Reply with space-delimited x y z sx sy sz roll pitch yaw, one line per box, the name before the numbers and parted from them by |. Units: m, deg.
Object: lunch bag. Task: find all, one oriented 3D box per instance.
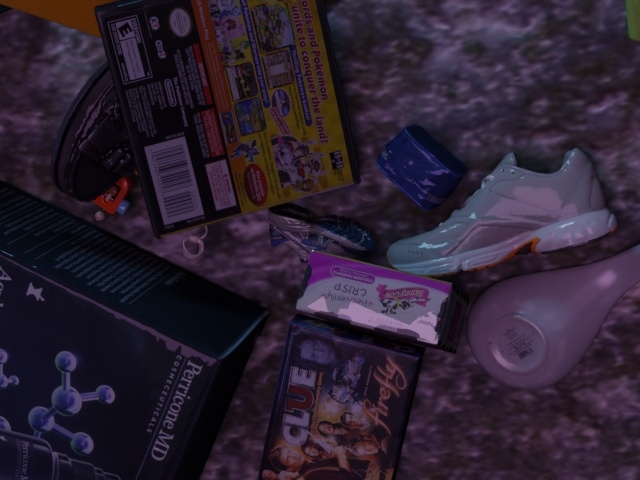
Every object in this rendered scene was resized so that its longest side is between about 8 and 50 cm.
lunch bag | 0.110 -0.083 1.783 0.098 0.067 0.065 43 110 11

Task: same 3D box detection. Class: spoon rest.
spoon rest | 0.287 0.078 1.785 0.276 0.084 0.137 -33 93 33

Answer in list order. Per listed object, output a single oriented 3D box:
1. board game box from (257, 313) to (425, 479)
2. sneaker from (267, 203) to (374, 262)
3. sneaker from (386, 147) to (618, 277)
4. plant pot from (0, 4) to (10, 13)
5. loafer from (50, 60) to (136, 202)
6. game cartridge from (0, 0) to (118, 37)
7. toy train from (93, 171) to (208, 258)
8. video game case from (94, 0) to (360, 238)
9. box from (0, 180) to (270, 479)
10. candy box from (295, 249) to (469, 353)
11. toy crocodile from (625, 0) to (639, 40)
board game box | 0.021 0.227 1.897 0.165 0.042 0.243 14 106 11
sneaker | 0.000 0.000 1.849 0.135 0.052 0.058 18 117 17
sneaker | 0.197 -0.033 1.771 0.262 0.099 0.121 -14 90 11
plant pot | -0.516 -0.342 1.785 0.247 0.252 0.247 -21 97 19
loafer | -0.199 -0.165 1.788 0.095 0.109 0.302 40 96 40
game cartridge | -0.238 -0.388 1.714 0.323 0.285 0.052 -60 41 16
toy train | -0.194 -0.055 1.884 0.166 0.046 0.125 29 110 9
video game case | -0.100 -0.161 1.759 0.248 0.035 0.274 -16 112 -7
box | -0.311 0.151 1.876 0.395 0.212 0.293 25 108 7
candy box | 0.075 0.071 1.742 0.159 0.233 0.071 14 87 11
toy crocodile | 0.485 -0.234 1.611 0.341 0.105 0.115 5 128 18
